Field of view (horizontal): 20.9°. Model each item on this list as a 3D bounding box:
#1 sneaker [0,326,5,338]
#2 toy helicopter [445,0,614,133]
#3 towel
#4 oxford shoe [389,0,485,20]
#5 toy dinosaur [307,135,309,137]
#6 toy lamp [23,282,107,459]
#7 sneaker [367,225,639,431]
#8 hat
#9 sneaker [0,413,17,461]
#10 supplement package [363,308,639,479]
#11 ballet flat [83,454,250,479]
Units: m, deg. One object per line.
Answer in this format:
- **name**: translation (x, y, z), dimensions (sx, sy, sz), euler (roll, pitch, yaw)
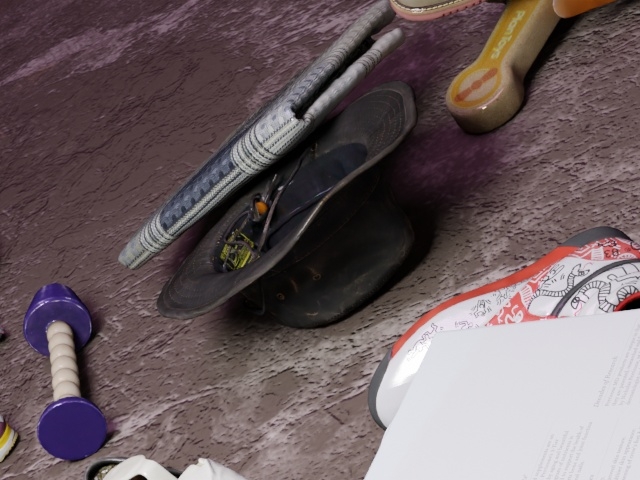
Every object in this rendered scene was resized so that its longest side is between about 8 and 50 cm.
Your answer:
- **sneaker**: translation (-0.420, 0.119, 2.062), dimensions (0.119, 0.047, 0.057), euler (-5, 56, 47)
- **toy helicopter**: translation (0.254, -0.260, 1.887), dimensions (0.235, 0.140, 0.355), euler (11, 62, 42)
- **towel**: translation (-0.057, -0.114, 1.908), dimensions (0.312, 0.056, 0.324), euler (-39, 9, 36)
- **oxford shoe**: translation (0.200, -0.370, 1.819), dimensions (0.348, 0.130, 0.123), euler (-40, 49, -2)
- **toy dinosaur**: translation (-0.032, -0.063, 1.907), dimensions (0.212, 0.064, 0.112), euler (-5, 41, 43)
- **toy lamp**: translation (-0.275, 0.128, 1.849), dimensions (0.080, 0.080, 0.274), euler (-32, 27, 3)
- **sneaker**: translation (0.170, 0.094, 1.424), dimensions (0.270, 0.090, 0.145), euler (-32, 26, -2)
- **hat**: translation (0.000, 0.000, 1.705), dimensions (0.331, 0.134, 0.331), euler (-39, 14, 12)
- **sneaker**: translation (-0.416, 0.208, 1.866), dimensions (0.186, 0.084, 0.069), euler (-18, 32, 27)
- **supplement package**: translation (0.193, 0.184, 1.146), dimensions (0.263, 0.198, 0.199), euler (-9, 38, 38)
- **ballet flat**: translation (-0.115, 0.236, 1.496), dimensions (0.280, 0.096, 0.095), euler (-1, 42, 45)
